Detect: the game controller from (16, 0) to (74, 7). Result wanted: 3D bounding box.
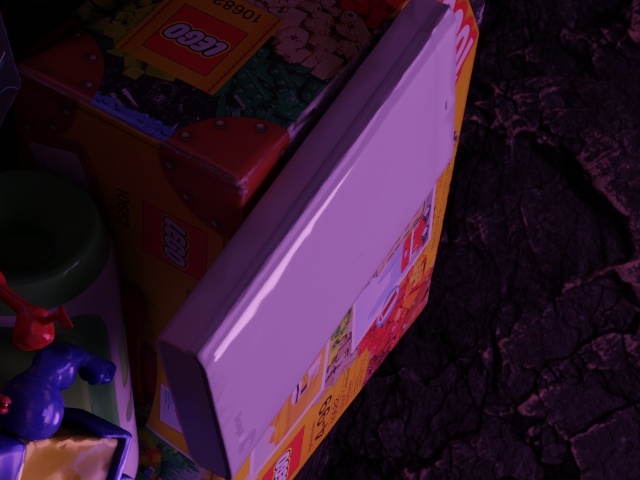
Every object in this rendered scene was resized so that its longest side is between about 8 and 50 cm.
[{"bbox_3d":[-0.165,-0.196,1.063,0.319,0.166,0.067,2,80,-79],"label":"game controller"}]

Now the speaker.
[{"bbox_3d":[-0.200,0.090,1.262,0.296,0.131,0.131,91,15,-47],"label":"speaker"}]

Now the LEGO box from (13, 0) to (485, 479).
[{"bbox_3d":[-0.051,-0.029,1.426,0.372,0.193,0.500,-50,159,-35],"label":"LEGO box"}]

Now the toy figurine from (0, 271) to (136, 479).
[{"bbox_3d":[-0.182,0.193,1.104,0.217,0.191,0.362,13,91,-52],"label":"toy figurine"}]

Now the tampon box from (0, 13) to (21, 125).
[{"bbox_3d":[-0.238,-0.074,0.798,0.101,0.161,0.120,86,18,-55],"label":"tampon box"}]

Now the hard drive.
[{"bbox_3d":[0.000,0.000,1.225,0.307,0.040,0.203,-55,161,-23],"label":"hard drive"}]
